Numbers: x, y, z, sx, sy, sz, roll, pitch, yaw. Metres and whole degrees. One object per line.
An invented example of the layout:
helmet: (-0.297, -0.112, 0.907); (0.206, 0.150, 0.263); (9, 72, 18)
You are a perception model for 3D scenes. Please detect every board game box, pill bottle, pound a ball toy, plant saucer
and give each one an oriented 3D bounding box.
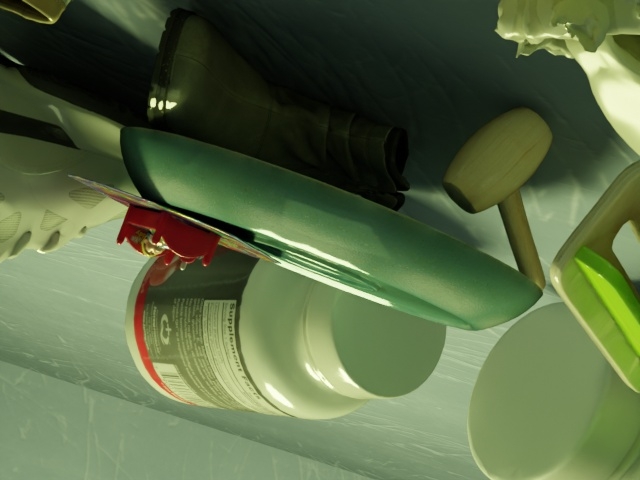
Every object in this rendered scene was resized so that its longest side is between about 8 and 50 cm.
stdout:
board game box: (-0.107, 0.000, 0.998); (0.133, 0.033, 0.169); (20, 175, 19)
pill bottle: (0.322, 0.202, 1.279); (0.361, 0.204, 0.204); (28, 161, -28)
pound a ball toy: (0.240, 0.021, 0.972); (0.208, 0.135, 0.319); (39, 177, 34)
plant saucer: (0.000, 0.000, 0.987); (0.318, 0.043, 0.317); (21, 174, 2)
pill bottle: (-0.034, 0.077, 1.317); (0.176, 0.176, 0.318); (30, 161, -33)

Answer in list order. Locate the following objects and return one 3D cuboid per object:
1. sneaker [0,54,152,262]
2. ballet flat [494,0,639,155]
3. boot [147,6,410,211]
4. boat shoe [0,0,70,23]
sneaker: (-0.277, -0.017, 1.025); (0.169, 0.257, 0.447); (22, -179, 31)
ballet flat: (0.234, -0.056, 0.664); (0.409, 0.147, 0.147); (26, 162, -27)
boot: (-0.016, -0.085, 0.964); (0.161, 0.083, 0.246); (13, 171, 12)
boat shoe: (-0.244, -0.179, 0.900); (0.190, 0.072, 0.068); (12, 162, 21)
